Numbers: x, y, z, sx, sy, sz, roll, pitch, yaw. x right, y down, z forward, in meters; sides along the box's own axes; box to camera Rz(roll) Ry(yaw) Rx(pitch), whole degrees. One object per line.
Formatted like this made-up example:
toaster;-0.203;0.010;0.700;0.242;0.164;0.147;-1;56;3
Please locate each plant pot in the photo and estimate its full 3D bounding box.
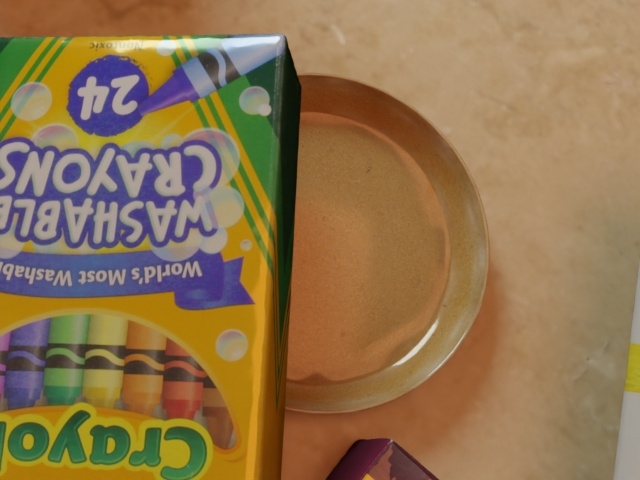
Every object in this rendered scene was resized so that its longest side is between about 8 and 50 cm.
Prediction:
plant pot;0.000;0.000;0.608;0.236;0.032;0.236;3;76;-11

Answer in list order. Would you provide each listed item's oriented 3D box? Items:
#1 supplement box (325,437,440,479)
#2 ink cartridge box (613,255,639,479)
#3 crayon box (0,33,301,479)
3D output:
supplement box;0.071;0.221;0.543;0.188;0.081;0.104;41;71;0
ink cartridge box;0.330;0.144;0.542;0.279;0.160;0.384;22;72;-28
crayon box;-0.122;0.043;0.513;0.203;0.083;0.322;1;76;6
